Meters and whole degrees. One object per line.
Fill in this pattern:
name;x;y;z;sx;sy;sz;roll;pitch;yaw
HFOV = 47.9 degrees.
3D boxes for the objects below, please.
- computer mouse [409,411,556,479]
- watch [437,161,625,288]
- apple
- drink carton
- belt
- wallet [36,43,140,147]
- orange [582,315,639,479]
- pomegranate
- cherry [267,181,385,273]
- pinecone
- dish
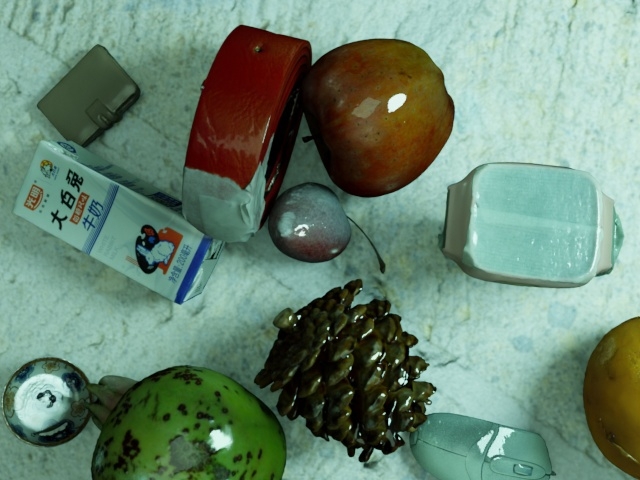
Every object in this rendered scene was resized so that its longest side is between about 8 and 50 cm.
computer mouse;0.246;0.327;1.083;0.229;0.068;0.113;14;89;6
watch;0.291;-0.008;1.013;0.253;0.241;0.161;8;84;4
apple;0.079;-0.187;1.056;0.234;0.234;0.234;0;87;5
drink carton;-0.309;-0.032;1.129;0.315;0.106;0.130;28;100;7
belt;-0.107;-0.159;1.056;0.115;0.227;0.323;14;71;7
wallet;-0.379;-0.233;1.187;0.153;0.039;0.118;-40;84;6
orange;0.485;0.220;0.996;0.240;0.240;0.240;0;87;5
pomegranate;-0.223;0.302;1.054;0.341;0.285;0.285;21;88;39
cherry;-0.001;0.000;1.091;0.115;0.148;0.188;-33;85;11
pinecone;0.041;0.186;1.040;0.272;0.224;0.224;38;91;-14
dish;-0.442;0.261;1.149;0.141;0.078;0.141;13;65;-31
